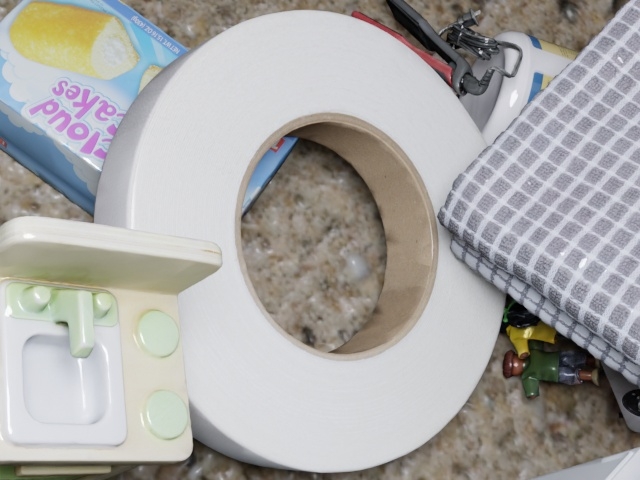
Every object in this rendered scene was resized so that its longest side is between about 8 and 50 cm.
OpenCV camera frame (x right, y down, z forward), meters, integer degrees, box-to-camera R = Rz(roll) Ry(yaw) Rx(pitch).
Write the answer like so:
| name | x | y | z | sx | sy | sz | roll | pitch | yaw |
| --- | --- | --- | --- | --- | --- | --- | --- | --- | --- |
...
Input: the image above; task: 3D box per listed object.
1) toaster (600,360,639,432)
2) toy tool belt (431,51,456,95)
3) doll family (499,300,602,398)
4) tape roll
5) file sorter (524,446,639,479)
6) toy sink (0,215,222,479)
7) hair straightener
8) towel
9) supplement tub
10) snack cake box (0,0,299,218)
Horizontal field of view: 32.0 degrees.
| name | x | y | z | sx | sy | sz | roll | pitch | yaw |
| --- | --- | --- | --- | --- | --- | --- | --- | --- | --- |
| toaster | 0.324 | 0.062 | 1.027 | 0.168 | 0.110 | 0.185 | 60 | 39 | -36 |
| toy tool belt | 0.111 | -0.156 | 1.141 | 0.052 | 0.051 | 0.083 | 41 | 72 | -8 |
| doll family | 0.214 | 0.053 | 1.067 | 0.111 | 0.076 | 0.193 | 0 | 53 | 25 |
| tape roll | 0.000 | 0.000 | 0.949 | 0.392 | 0.072 | 0.391 | 6 | 80 | -34 |
| file sorter | 0.161 | 0.301 | 0.837 | 0.193 | 0.277 | 0.173 | -39 | 87 | -28 |
| toy sink | -0.180 | 0.093 | 0.741 | 0.153 | 0.234 | 0.131 | 9 | 64 | -40 |
| hair straightener | 0.119 | -0.199 | 1.070 | 0.089 | 0.230 | 0.047 | -39 | 126 | -6 |
| towel | 0.269 | -0.049 | 0.914 | 0.283 | 0.121 | 0.235 | -46 | 55 | -10 |
| supplement tub | 0.247 | -0.113 | 1.111 | 0.200 | 0.144 | 0.144 | 16 | 64 | -12 |
| snack cake box | -0.172 | -0.103 | 0.992 | 0.264 | 0.089 | 0.152 | 36 | 61 | -3 |
